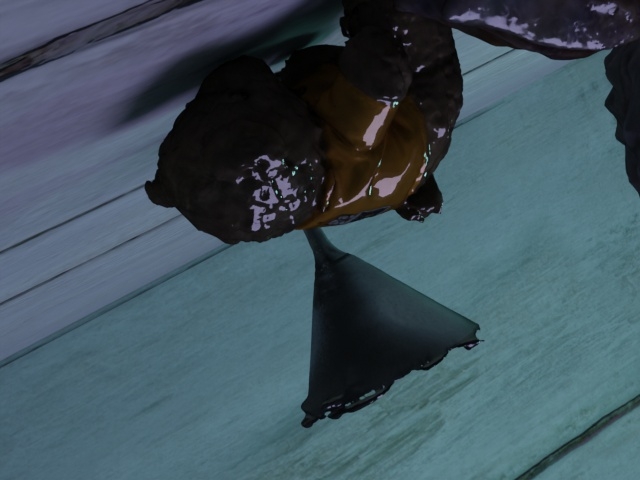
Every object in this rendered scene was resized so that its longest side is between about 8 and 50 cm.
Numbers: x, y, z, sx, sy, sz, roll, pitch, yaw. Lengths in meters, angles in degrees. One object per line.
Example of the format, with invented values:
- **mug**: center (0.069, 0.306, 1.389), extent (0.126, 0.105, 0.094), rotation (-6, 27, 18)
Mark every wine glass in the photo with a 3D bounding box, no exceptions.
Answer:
- **wine glass**: center (0.000, 0.000, 0.910), extent (0.156, 0.232, 0.156), rotation (-28, 180, 0)

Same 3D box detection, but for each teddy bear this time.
- **teddy bear**: center (-0.008, -0.060, 0.731), extent (0.190, 0.140, 0.177), rotation (-19, 177, -30)

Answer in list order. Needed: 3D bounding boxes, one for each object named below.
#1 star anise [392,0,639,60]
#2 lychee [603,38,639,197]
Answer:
- **star anise**: center (0.179, -0.164, 0.605), extent (0.315, 0.108, 0.315), rotation (-18, -169, 4)
- **lychee**: center (0.394, -0.130, 0.843), extent (0.380, 0.380, 0.432), rotation (-28, 138, -47)
